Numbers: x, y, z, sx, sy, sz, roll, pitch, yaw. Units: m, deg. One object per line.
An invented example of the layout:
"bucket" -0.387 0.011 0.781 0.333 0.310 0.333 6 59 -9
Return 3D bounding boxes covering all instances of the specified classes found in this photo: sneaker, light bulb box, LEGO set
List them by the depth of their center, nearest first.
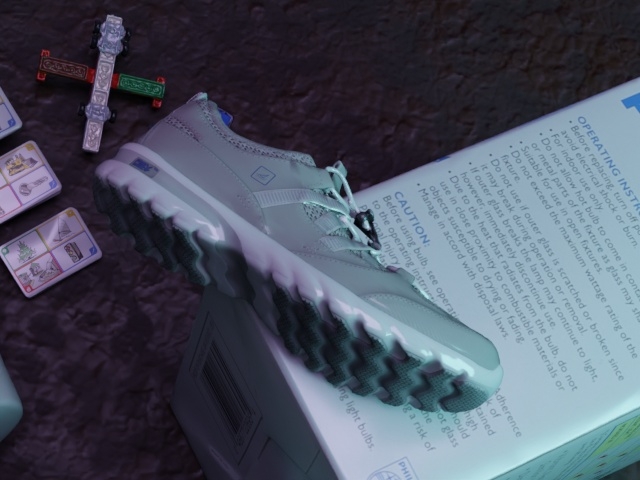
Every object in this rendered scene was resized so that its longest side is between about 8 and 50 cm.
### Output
"sneaker" 0.000 0.000 1.020 0.281 0.105 0.115 34 66 7
"light bulb box" 0.107 0.096 1.251 0.361 0.358 0.225 -23 74 -19
"LEGO set" -0.202 -0.084 1.440 0.244 0.060 0.182 -32 91 -20

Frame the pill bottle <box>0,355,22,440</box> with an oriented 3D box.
"pill bottle" -0.390 -0.003 1.256 0.224 0.224 0.392 -23 75 -20
